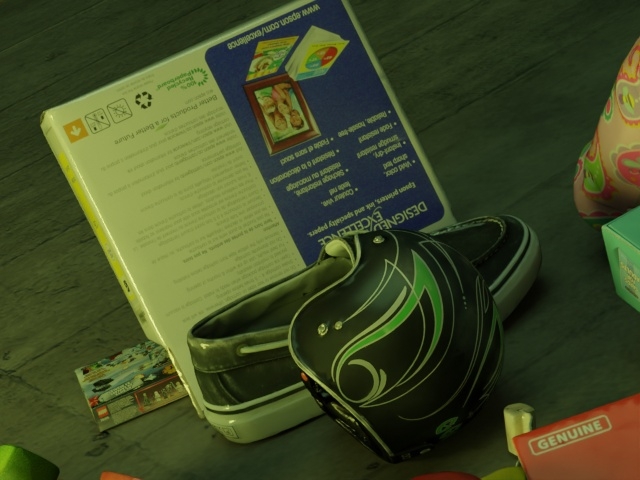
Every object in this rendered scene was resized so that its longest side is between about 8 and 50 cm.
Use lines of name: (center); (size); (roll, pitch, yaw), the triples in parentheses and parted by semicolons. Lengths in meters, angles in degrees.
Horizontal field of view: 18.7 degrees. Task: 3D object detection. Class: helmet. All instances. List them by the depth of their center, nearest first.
helmet: (0.065, 0.076, 1.539); (0.161, 0.169, 0.169); (-45, 30, -10)

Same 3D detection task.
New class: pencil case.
pencil case: (0.293, -0.093, 1.620); (0.124, 0.124, 0.284); (-27, -18, -18)

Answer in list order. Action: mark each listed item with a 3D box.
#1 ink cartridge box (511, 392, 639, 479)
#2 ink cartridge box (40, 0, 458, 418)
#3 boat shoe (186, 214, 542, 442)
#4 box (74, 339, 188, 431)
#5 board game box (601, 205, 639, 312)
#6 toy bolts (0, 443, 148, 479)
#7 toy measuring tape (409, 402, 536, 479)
ink cartridge box: (0.281, 0.158, 1.246); (0.275, 0.060, 0.239); (-19, 47, -1)
ink cartridge box: (-0.051, -0.038, 1.768); (0.304, 0.307, 0.072); (-26, 0, -16)
boat shoe: (0.042, 0.051, 1.662); (0.335, 0.119, 0.121); (-30, 31, -17)
box: (-0.151, 0.121, 1.777); (0.137, 0.027, 0.094); (-22, 23, -8)
board game box: (0.428, -0.006, 1.483); (0.336, 0.079, 0.254); (-29, 38, -14)
toy bolts: (-0.187, 0.255, 1.424); (0.228, 0.218, 0.158); (9, 71, 32)
toy measuring tape: (0.092, 0.195, 1.351); (0.121, 0.121, 0.330); (-13, 16, 12)
